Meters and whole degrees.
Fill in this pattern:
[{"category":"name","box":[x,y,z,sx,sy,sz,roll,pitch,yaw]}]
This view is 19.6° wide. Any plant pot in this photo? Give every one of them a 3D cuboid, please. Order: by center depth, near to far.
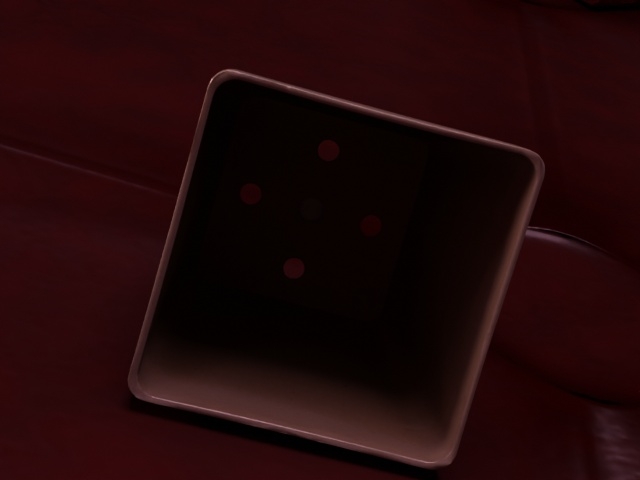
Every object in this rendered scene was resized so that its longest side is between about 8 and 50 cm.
[{"category":"plant pot","box":[0.000,0.000,0.625,0.109,0.109,0.096,14,12,-9]}]

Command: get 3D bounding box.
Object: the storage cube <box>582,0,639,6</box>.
[{"category":"storage cube","box":[0.202,-0.278,1.245,0.193,0.184,0.215,-10,36,-46]}]
